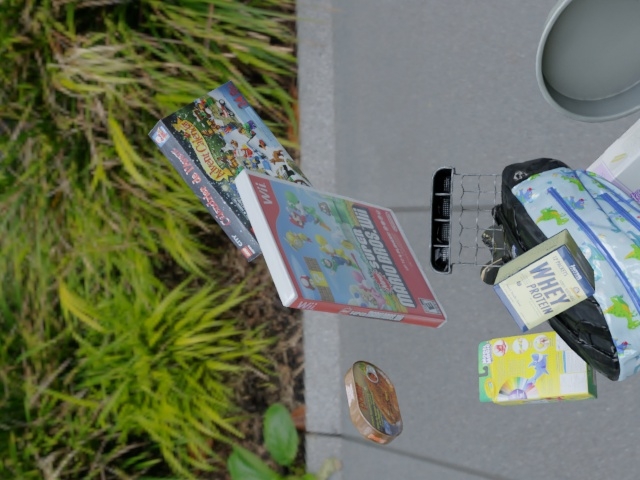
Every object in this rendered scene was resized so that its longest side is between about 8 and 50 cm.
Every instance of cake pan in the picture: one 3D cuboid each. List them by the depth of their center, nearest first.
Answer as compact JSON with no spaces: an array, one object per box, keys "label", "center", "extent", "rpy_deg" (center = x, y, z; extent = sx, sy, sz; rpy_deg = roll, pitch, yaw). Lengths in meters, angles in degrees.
[{"label":"cake pan","center":[0.507,-0.344,1.477],"extent":[0.293,0.293,0.054],"rpy_deg":[-62,26,30]}]

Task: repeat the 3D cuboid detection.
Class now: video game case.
[{"label":"video game case","center":[0.032,0.015,1.114],"extent":[0.025,0.285,0.204],"rpy_deg":[-46,51,30]}]

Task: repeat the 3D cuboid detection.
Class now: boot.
[{"label":"boot","center":[0.418,0.030,2.058],"extent":[0.137,0.197,0.077],"rpy_deg":[37,131,34]}]

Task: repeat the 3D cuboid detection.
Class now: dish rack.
[{"label":"dish rack","center":[0.350,-0.037,1.641],"extent":[0.271,0.074,0.209],"rpy_deg":[2,95,14]}]

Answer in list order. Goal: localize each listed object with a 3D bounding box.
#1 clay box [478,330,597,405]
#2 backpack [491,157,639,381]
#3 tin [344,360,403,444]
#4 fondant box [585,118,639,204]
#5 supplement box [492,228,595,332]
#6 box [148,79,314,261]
[{"label":"clay box","center":[0.413,0.247,1.637],"extent":[0.222,0.053,0.128],"rpy_deg":[-13,63,36]},{"label":"backpack","center":[0.445,0.055,1.364],"extent":[0.356,0.273,0.290],"rpy_deg":[-91,-14,-58]},{"label":"tin","center":[0.099,0.310,1.633],"extent":[0.040,0.106,0.190],"rpy_deg":[-48,26,24]},{"label":"fondant box","center":[0.699,-0.081,1.695],"extent":[0.238,0.330,0.096],"rpy_deg":[-47,22,23]},{"label":"supplement box","center":[0.228,0.039,0.862],"extent":[0.083,0.083,0.056],"rpy_deg":[-34,91,21]},{"label":"box","center":[-0.118,-0.105,1.244],"extent":[0.233,0.159,0.044],"rpy_deg":[52,136,-3]}]
